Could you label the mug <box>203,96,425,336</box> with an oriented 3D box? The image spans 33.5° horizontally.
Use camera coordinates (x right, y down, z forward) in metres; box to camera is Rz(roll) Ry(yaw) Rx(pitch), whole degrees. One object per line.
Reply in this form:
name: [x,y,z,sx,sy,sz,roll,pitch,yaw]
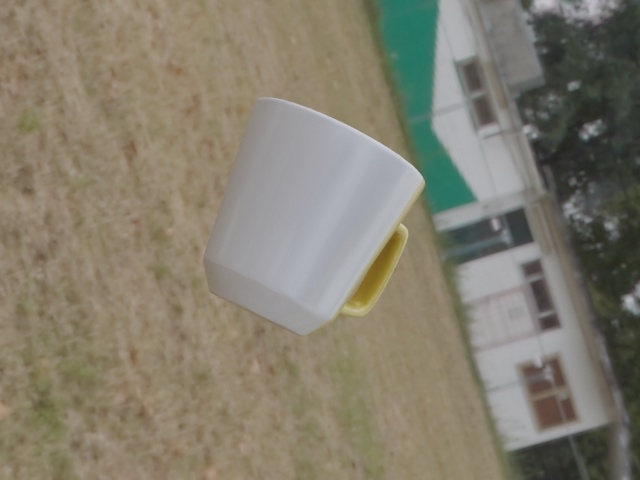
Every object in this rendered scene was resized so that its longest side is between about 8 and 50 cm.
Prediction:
mug: [-0.001,-0.001,0.350,0.078,0.064,0.062,28,-7,-18]
